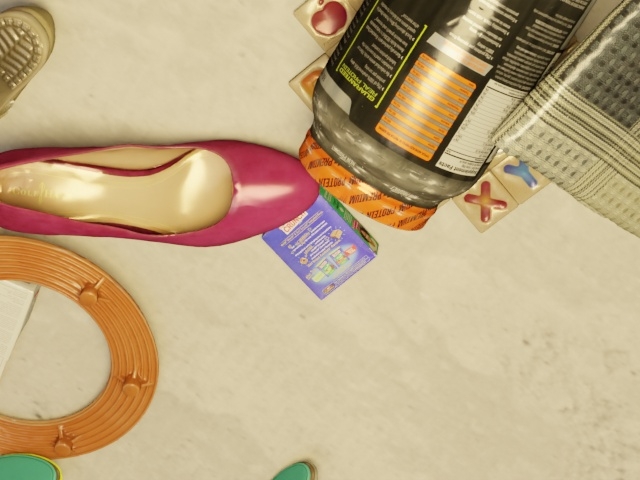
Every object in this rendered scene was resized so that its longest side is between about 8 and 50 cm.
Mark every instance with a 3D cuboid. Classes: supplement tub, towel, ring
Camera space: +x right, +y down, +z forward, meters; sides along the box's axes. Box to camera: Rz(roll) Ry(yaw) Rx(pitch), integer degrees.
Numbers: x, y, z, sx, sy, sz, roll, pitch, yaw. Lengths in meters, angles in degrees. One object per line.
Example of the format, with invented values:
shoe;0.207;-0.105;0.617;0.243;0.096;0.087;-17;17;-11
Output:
supplement tub;0.128;-0.191;1.489;0.207;0.207;0.338;30;110;-8
towel;0.368;-0.158;1.502;0.312;0.056;0.324;-47;138;16
ring;-0.364;0.142;1.725;0.336;0.032;0.337;2;122;3

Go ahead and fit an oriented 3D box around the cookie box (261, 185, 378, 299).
cookie box;0.000;0.000;1.672;0.092;0.040;0.107;-39;104;16

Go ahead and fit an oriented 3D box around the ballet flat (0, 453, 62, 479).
ballet flat;-0.425;0.320;1.810;0.230;0.077;0.077;-8;146;13

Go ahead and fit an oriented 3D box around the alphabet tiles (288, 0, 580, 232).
alphabet tiles;0.143;-0.182;1.608;0.285;0.011;0.342;-37;104;17

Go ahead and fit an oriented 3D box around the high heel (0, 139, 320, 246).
high heel;-0.194;-0.051;1.580;0.377;0.181;0.127;-5;89;6

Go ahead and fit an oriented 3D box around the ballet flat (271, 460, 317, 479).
ballet flat;-0.060;0.361;1.813;0.068;0.072;0.213;28;114;-36

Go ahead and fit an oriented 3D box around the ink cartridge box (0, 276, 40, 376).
ink cartridge box;-0.435;0.090;1.746;0.145;0.045;0.179;24;124;-6

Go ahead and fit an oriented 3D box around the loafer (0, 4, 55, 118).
loafer;-0.386;-0.177;1.607;0.268;0.092;0.102;-29;103;31
